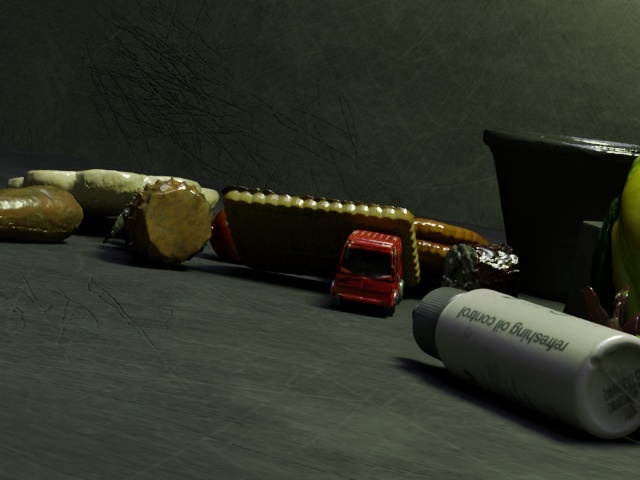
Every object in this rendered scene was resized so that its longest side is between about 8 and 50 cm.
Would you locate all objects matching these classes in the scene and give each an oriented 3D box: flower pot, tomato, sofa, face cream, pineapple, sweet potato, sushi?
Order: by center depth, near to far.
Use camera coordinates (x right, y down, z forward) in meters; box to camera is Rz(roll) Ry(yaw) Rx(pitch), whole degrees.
[{"bbox_3d":[0.172,0.097,1.332,0.092,0.092,0.311,6,6,-28],"label":"face cream"},{"bbox_3d":[0.345,0.052,1.797,0.085,0.147,0.060,2,11,-34],"label":"sofa"},{"bbox_3d":[-0.409,-0.031,1.887,0.075,0.075,0.273,13,11,38],"label":"sweet potato"},{"bbox_3d":[0.203,0.048,1.916,0.084,0.094,0.098,3,12,-27],"label":"sushi"},{"bbox_3d":[-0.222,-0.025,1.957,0.125,0.125,0.251,7,0,-19],"label":"pineapple"},{"bbox_3d":[-0.118,-0.010,2.062,0.075,0.087,0.087,-19,6,-1],"label":"tomato"},{"bbox_3d":[0.411,-0.034,2.277,0.380,0.251,0.379,8,8,-1],"label":"flower pot"}]

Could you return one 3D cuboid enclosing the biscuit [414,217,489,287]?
[{"bbox_3d":[0.123,0.013,2.031,0.221,0.066,0.220,11,-12,2],"label":"biscuit"}]

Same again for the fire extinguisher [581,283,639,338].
[{"bbox_3d":[0.396,0.103,1.449,0.341,0.141,0.105,6,-25,-30],"label":"fire extinguisher"}]

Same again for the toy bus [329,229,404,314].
[{"bbox_3d":[0.062,0.035,1.814,0.081,0.089,0.195,10,5,6],"label":"toy bus"}]

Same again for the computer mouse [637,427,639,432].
[{"bbox_3d":[0.323,0.140,1.286,0.099,0.057,0.172,18,11,32],"label":"computer mouse"}]

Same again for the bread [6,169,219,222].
[{"bbox_3d":[-0.307,-0.061,2.199,0.316,0.054,0.316,2,-8,0],"label":"bread"}]

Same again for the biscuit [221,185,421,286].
[{"bbox_3d":[0.000,0.000,1.915,0.255,0.029,0.172,7,-31,13],"label":"biscuit"}]

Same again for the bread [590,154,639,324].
[{"bbox_3d":[0.501,0.036,1.709,0.377,0.251,0.208,10,10,-20],"label":"bread"}]
